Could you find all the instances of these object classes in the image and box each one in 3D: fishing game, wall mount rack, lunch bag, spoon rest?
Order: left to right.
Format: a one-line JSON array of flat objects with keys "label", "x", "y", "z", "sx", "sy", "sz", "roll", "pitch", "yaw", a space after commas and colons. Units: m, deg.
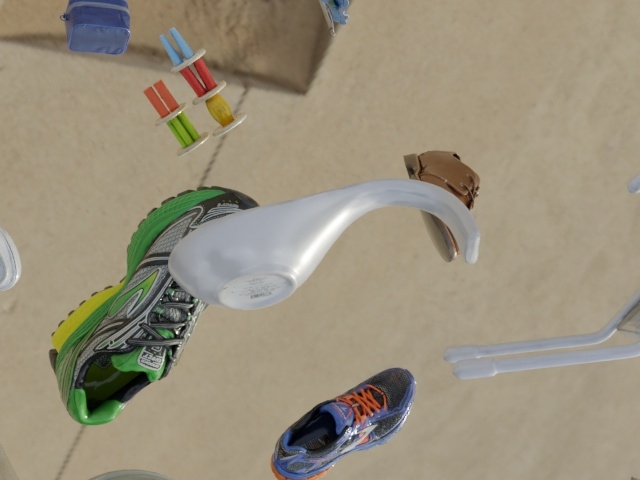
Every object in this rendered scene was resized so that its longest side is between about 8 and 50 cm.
[{"label": "lunch bag", "x": -0.325, "y": -0.314, "z": 1.651, "sx": 0.098, "sy": 0.065, "sz": 0.067, "roll": 3, "pitch": 150, "yaw": -23}, {"label": "spoon rest", "x": 0.000, "y": 0.000, "z": 1.033, "sx": 0.276, "sy": 0.084, "sz": 0.137, "roll": -9, "pitch": 151, "yaw": -3}, {"label": "fishing game", "x": 0.005, "y": -0.478, "z": 2.071, "sx": 0.041, "sy": 0.189, "sz": 0.264, "roll": -20, "pitch": 178, "yaw": -9}, {"label": "wall mount rack", "x": 0.268, "y": 0.050, "z": 1.091, "sx": 0.304, "sy": 0.130, "sz": 0.350, "roll": -46, "pitch": 175, "yaw": 1}]

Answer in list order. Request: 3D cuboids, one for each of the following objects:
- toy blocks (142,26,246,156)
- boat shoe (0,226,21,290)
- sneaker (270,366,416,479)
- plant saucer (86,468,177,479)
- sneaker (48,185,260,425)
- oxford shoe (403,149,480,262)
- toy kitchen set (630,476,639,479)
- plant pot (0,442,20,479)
[{"label": "toy blocks", "x": -0.183, "y": -0.197, "z": 1.505, "sx": 0.123, "sy": 0.054, "sz": 0.148, "roll": -23, "pitch": 107, "yaw": 33}, {"label": "boat shoe", "x": -0.556, "y": -0.027, "z": 1.752, "sx": 0.096, "sy": 0.088, "sz": 0.268, "roll": -26, "pitch": 108, "yaw": 4}, {"label": "sneaker", "x": 0.034, "y": 0.233, "z": 1.470, "sx": 0.221, "sy": 0.083, "sz": 0.087, "roll": -34, "pitch": 153, "yaw": -18}, {"label": "plant saucer", "x": -0.194, "y": 0.480, "z": 1.483, "sx": 0.100, "sy": 0.401, "sz": 0.400, "roll": -29, "pitch": 150, "yaw": 34}, {"label": "sneaker", "x": -0.179, "y": 0.083, "z": 1.336, "sx": 0.134, "sy": 0.146, "sz": 0.343, "roll": 30, "pitch": 109, "yaw": -34}, {"label": "oxford shoe", "x": 0.140, "y": -0.049, "z": 1.243, "sx": 0.076, "sy": 0.212, "sz": 0.076, "roll": -15, "pitch": 119, "yaw": 5}, {"label": "toy kitchen set", "x": 0.467, "y": 0.348, "z": 1.556, "sx": 0.068, "sy": 0.075, "sz": 0.083, "roll": 51, "pitch": 47, "yaw": -31}, {"label": "plant pot", "x": -0.462, "y": 0.239, "z": 1.175, "sx": 0.333, "sy": 0.334, "sz": 0.306, "roll": -20, "pitch": 98, "yaw": -24}]
